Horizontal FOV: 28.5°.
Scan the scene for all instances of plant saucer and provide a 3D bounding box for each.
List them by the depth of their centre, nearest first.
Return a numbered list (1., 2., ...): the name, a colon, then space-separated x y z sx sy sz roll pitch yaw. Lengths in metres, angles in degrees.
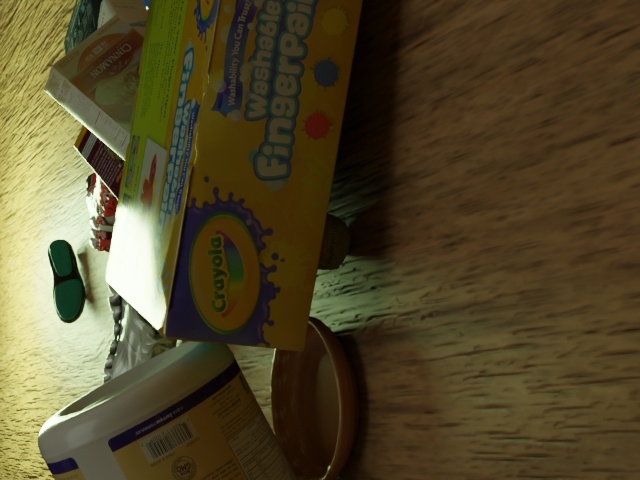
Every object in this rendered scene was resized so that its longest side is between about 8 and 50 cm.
1. plant saucer: -0.005 0.186 1.459 0.200 0.037 0.200 180 90 -66

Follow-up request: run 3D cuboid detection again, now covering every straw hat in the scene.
1. straw hat: 0.000 0.000 1.416 0.144 0.061 0.144 -169 90 -71

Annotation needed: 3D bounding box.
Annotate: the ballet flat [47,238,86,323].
1. ballet flat: -0.500 0.087 2.507 0.070 0.070 0.188 126 138 -52

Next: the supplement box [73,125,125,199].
1. supplement box: -0.267 -0.112 1.863 0.188 0.081 0.104 50 145 5

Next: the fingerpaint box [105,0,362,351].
1. fingerpaint box: -0.105 -0.130 1.432 0.371 0.163 0.445 -161 79 -70

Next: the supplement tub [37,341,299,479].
1. supplement tub: -0.141 0.301 1.413 0.331 0.241 0.241 63 154 -4

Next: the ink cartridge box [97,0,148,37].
1. ink cartridge box: -0.292 -0.271 1.999 0.212 0.093 0.154 57 139 46

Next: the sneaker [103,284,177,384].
1. sneaker: -0.270 0.170 1.960 0.118 0.110 0.292 -14 78 55

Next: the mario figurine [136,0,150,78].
1. mario figurine: -0.230 -0.378 1.758 0.170 0.198 0.321 116 142 -66

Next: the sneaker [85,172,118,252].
1. sneaker: -0.331 -0.064 2.095 0.270 0.090 0.145 147 118 -65

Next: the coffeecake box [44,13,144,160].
1. coffeecake box: -0.273 -0.209 1.800 0.185 0.142 0.068 41 146 1

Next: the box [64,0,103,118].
1. box: -0.408 -0.356 2.285 0.233 0.059 0.183 126 137 -53
